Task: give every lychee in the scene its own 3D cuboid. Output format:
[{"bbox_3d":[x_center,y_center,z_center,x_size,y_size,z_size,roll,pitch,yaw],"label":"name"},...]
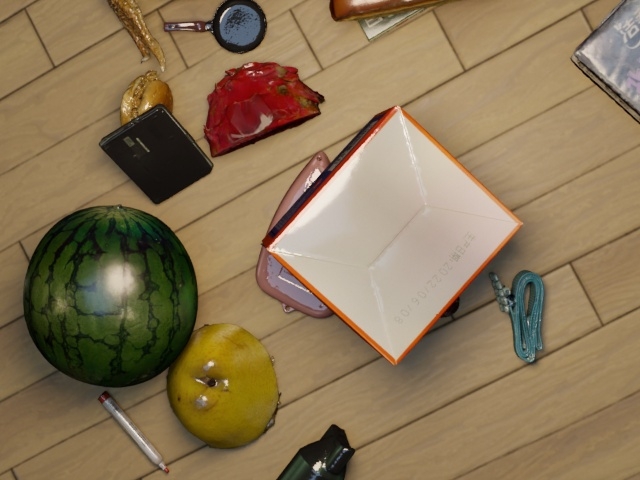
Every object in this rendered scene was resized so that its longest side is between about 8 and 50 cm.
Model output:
[{"bbox_3d":[0.239,0.122,1.848,0.083,0.068,0.067,3,119,36],"label":"lychee"}]

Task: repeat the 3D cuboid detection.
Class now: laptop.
[{"bbox_3d":[-0.323,-0.169,1.869,0.154,0.207,0.026,-29,48,7],"label":"laptop"}]

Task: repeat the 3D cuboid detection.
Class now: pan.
[{"bbox_3d":[-0.214,-0.436,1.910,0.212,0.040,0.115,-3,92,1],"label":"pan"}]

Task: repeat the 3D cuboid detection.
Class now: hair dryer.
[{"bbox_3d":[0.052,0.544,1.884,0.302,0.116,0.244,37,97,-6],"label":"hair dryer"}]

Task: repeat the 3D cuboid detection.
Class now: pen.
[{"bbox_3d":[-0.392,0.408,1.973,0.026,0.026,0.218,-43,86,7],"label":"pen"}]

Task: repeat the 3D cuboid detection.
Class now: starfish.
[{"bbox_3d":[-0.393,-0.492,1.833,0.060,0.302,0.299,-26,69,-16],"label":"starfish"}]

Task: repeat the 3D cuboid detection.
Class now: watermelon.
[{"bbox_3d":[-0.402,0.105,1.814,0.363,0.363,0.363,0,92,8],"label":"watermelon"}]

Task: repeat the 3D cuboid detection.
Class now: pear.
[{"bbox_3d":[-0.220,0.304,1.871,0.266,0.178,0.267,1,93,13],"label":"pear"}]

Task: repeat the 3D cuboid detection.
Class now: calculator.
[{"bbox_3d":[0.000,0.000,1.890,0.220,0.048,0.330,25,95,5],"label":"calculator"}]

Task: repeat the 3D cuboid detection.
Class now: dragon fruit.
[{"bbox_3d":[-0.125,-0.265,1.861,0.261,0.189,0.163,-20,119,5],"label":"dragon fruit"}]

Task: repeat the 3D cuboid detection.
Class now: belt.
[{"bbox_3d":[0.388,0.149,1.832,0.100,0.065,0.179,-3,91,-1],"label":"belt"}]

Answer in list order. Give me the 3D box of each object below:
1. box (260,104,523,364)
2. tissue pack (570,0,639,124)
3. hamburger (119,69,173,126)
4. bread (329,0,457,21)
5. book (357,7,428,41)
[{"bbox_3d":[0.118,-0.014,1.729,0.318,0.257,0.349,41,89,-8],"label":"box"},{"bbox_3d":[0.685,-0.321,1.748,0.361,0.122,0.259,44,95,7],"label":"tissue pack"},{"bbox_3d":[-0.351,-0.260,1.886,0.083,0.138,0.147,12,131,4],"label":"hamburger"},{"bbox_3d":[0.160,-0.597,1.772,0.333,0.143,0.324,-10,91,9],"label":"bread"},{"bbox_3d":[0.162,-0.549,1.859,0.264,0.027,0.202,-30,87,9],"label":"book"}]
